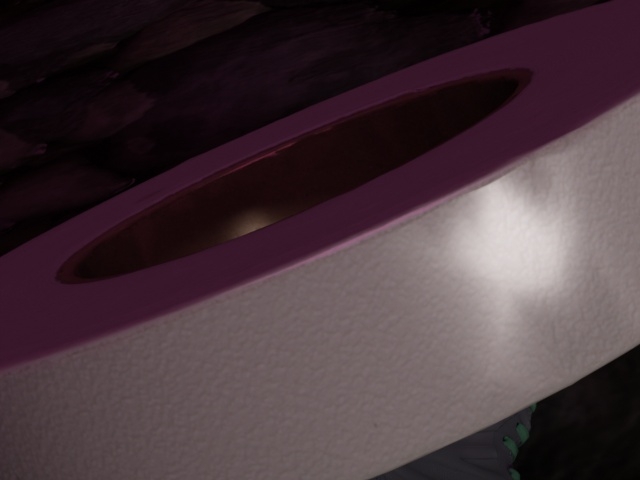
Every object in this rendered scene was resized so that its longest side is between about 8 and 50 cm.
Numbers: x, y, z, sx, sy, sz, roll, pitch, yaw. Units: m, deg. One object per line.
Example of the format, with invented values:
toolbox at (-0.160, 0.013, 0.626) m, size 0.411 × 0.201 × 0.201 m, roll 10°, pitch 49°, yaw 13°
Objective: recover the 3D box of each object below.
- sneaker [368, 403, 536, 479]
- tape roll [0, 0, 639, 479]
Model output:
sneaker at (0.053, 0.088, 0.557) m, size 0.098 × 0.083 × 0.223 m, roll 40°, pitch 41°, yaw 14°
tape roll at (0.000, 0.000, 0.579) m, size 0.392 × 0.072 × 0.392 m, roll -23°, pitch 10°, yaw 4°
